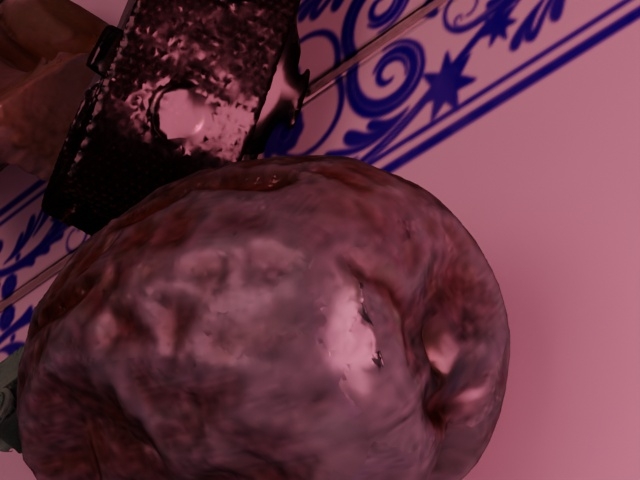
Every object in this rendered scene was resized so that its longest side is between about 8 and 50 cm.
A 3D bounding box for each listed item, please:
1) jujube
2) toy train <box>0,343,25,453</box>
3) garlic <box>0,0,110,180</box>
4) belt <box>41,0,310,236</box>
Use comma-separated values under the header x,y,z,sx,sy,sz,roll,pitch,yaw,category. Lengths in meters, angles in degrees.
x,y,z,sx,sy,sz,roll,pitch,yaw,category
-0.043,0.079,0.838,0.308,0.246,0.215,-12,21,39,jujube
-0.209,0.110,1.141,0.172,0.070,0.099,-35,36,31,toy train
-0.315,-0.123,1.289,0.279,0.132,0.325,-33,32,-29,garlic
-0.092,-0.125,1.076,0.184,0.164,0.289,-179,111,-77,belt
